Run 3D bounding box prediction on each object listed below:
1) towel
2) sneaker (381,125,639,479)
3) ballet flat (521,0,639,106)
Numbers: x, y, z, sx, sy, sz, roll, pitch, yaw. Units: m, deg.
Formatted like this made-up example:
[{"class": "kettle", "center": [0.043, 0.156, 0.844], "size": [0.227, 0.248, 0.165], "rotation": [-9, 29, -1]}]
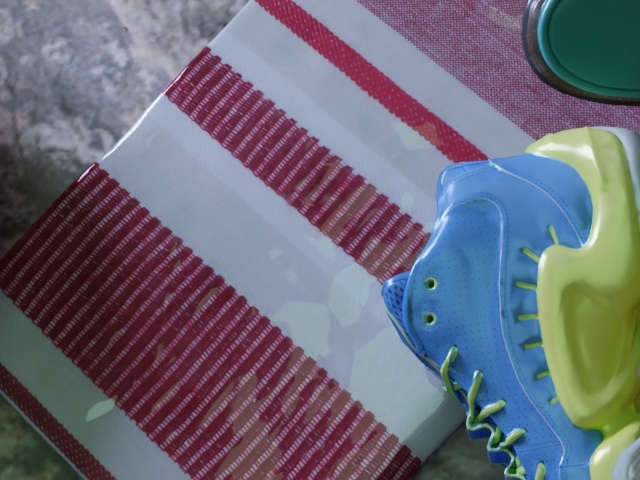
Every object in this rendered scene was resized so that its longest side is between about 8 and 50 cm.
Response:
[{"class": "towel", "center": [0.000, 0.000, 0.878], "size": [0.237, 0.037, 0.329], "rotation": [41, 83, 24]}, {"class": "sneaker", "center": [0.091, 0.068, 0.783], "size": [0.126, 0.091, 0.240], "rotation": [-1, 73, 13]}, {"class": "ballet flat", "center": [0.223, -0.134, 0.848], "size": [0.280, 0.096, 0.095], "rotation": [-17, 107, -4]}]
